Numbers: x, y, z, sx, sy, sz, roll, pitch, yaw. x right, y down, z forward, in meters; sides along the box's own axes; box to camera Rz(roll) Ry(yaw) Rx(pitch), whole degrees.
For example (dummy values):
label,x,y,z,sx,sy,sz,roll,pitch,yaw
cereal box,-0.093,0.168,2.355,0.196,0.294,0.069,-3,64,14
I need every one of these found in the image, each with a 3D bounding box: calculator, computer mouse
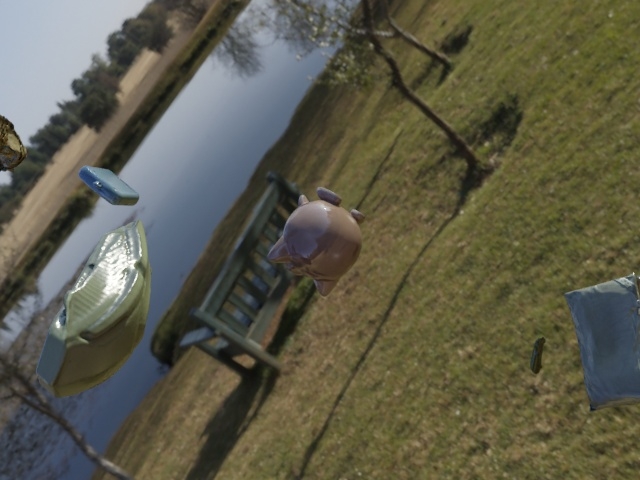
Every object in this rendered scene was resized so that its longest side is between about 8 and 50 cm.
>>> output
label,x,y,z,sx,sy,sz,roll,pitch,yaw
calculator,-0.505,-0.130,1.740,0.039,0.121,0.210,-52,1,3
computer mouse,-0.399,0.133,1.392,0.429,0.145,0.228,-80,8,-54

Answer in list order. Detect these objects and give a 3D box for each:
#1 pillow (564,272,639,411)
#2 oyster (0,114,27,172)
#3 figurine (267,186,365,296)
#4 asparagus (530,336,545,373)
label,x,y,z,sx,sy,sz,roll,pitch,yaw
pillow,0.530,0.187,1.314,0.148,0.050,0.230,-24,65,48
oyster,-0.519,-0.116,0.929,0.092,0.259,0.198,66,149,24
figurine,0.000,0.000,1.076,0.138,0.125,0.125,-57,19,0
asparagus,0.491,0.254,1.634,0.021,0.025,0.108,-127,29,-52
